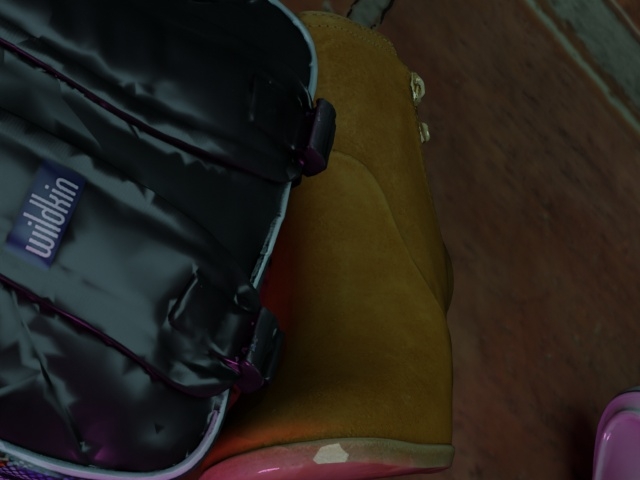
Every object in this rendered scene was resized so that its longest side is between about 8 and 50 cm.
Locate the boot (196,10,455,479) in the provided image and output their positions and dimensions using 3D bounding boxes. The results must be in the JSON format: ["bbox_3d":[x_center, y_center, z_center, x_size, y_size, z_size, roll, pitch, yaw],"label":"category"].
[{"bbox_3d":[0.001,0.000,0.627,0.295,0.104,0.211,17,65,-77],"label":"boot"}]

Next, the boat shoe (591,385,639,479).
[{"bbox_3d":[0.178,0.203,0.764,0.084,0.095,0.258,10,67,-40],"label":"boat shoe"}]

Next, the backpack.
[{"bbox_3d":[-0.151,-0.032,0.521,0.253,0.191,0.225,30,60,-25],"label":"backpack"}]
